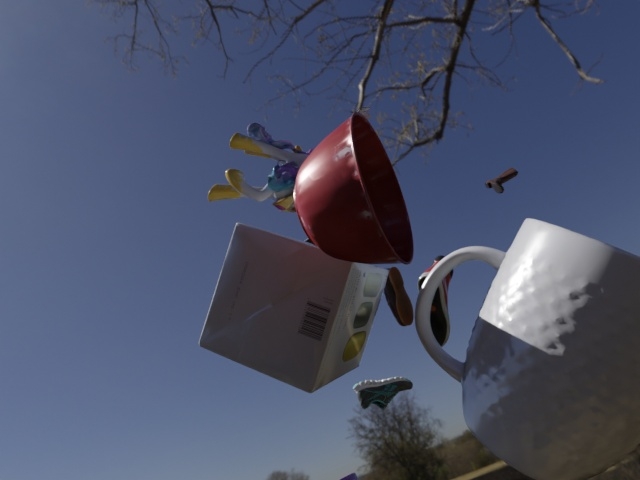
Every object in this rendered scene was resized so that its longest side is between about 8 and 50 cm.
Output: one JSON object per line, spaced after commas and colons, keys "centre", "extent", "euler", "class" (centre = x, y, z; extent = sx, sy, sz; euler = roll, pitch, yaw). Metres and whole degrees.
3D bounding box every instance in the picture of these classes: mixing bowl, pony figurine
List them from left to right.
{"centre": [-0.048, -0.168, 1.214], "extent": [0.364, 0.350, 0.302], "euler": [22, -33, 11], "class": "pony figurine"}
{"centre": [0.032, -0.045, 0.568], "extent": [0.098, 0.181, 0.181], "euler": [-19, -26, 22], "class": "mixing bowl"}

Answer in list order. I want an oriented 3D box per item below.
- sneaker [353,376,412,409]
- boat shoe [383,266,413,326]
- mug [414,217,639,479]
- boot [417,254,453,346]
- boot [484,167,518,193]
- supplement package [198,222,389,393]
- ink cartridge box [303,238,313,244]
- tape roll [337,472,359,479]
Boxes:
{"centre": [0.171, 0.411, 1.291], "extent": [0.167, 0.076, 0.065], "euler": [-4, -30, -14], "class": "sneaker"}
{"centre": [0.259, 0.196, 1.663], "extent": [0.073, 0.206, 0.073], "euler": [-1, -19, -38], "class": "boat shoe"}
{"centre": [0.326, 0.150, 0.740], "extent": [0.276, 0.374, 0.327], "euler": [8, -73, -64], "class": "mug"}
{"centre": [0.351, 0.176, 1.418], "extent": [0.089, 0.244, 0.176], "euler": [3, 22, 29], "class": "boot"}
{"centre": [0.629, -0.206, 1.632], "extent": [0.114, 0.106, 0.037], "euler": [-27, -65, -3], "class": "boot"}
{"centre": [-0.027, 0.105, 0.816], "extent": [0.198, 0.199, 0.263], "euler": [17, 0, 20], "class": "supplement package"}
{"centre": [0.000, 0.000, 1.847], "extent": [0.333, 0.065, 0.165], "euler": [-34, -4, 21], "class": "ink cartridge box"}
{"centre": [0.028, 0.669, 1.210], "extent": [0.189, 0.080, 0.189], "euler": [-26, -29, -16], "class": "tape roll"}
